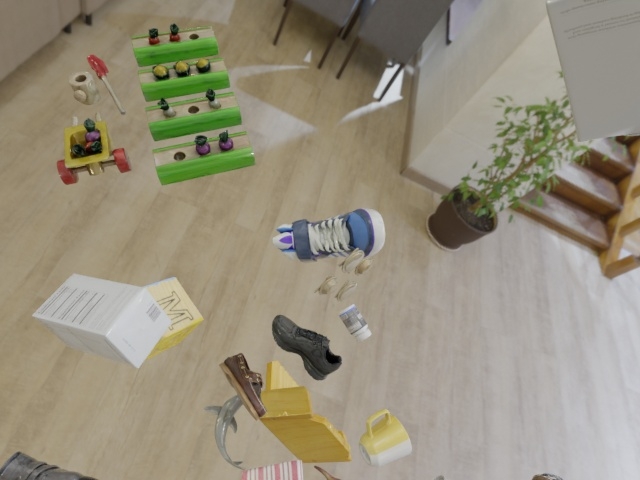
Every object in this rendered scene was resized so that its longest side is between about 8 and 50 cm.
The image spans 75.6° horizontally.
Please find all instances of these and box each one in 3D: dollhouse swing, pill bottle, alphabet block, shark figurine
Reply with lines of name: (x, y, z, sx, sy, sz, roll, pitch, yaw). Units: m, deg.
dollhouse swing: (-0.049, 0.649, 1.636, 0.346, 0.315, 0.304, 59, 28, -29)
pill bottle: (0.137, 0.327, 1.628, 0.078, 0.078, 0.137, -28, 81, -37)
alphabet block: (-0.574, 0.275, 1.460, 0.197, 0.192, 0.193, 52, 29, 10)
shark figurine: (-0.338, 0.683, 1.502, 0.166, 0.116, 0.278, 16, 47, -24)

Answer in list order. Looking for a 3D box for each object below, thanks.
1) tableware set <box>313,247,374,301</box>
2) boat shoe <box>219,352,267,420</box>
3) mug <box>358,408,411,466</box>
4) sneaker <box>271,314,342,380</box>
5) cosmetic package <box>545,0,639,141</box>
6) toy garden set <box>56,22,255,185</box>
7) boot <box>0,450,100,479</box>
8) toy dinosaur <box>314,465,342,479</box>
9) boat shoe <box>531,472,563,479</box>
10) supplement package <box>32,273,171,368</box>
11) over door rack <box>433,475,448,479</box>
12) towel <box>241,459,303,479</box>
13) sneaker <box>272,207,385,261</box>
tableware set: (0.064, 0.083, 0.963, 0.020, 0.141, 0.169, 45, 8, 29)
boat shoe: (-0.175, 0.339, 0.988, 0.073, 0.073, 0.207, -26, 35, -23)
mug: (0.090, 0.301, 0.627, 0.064, 0.062, 0.078, -19, 74, -22)
sneaker: (-0.040, 0.343, 1.390, 0.286, 0.130, 0.109, 45, 33, -14)
cosmetic package: (0.545, -0.350, 0.715, 0.385, 0.217, 0.156, 33, 64, -47)
toy garden set: (-0.208, -0.175, 0.492, 0.204, 0.049, 0.244, -15, 63, -13)
boot: (-0.639, 0.630, 1.018, 0.223, 0.338, 0.118, 18, 36, 6)
toy dinosaur: (0.042, 0.416, 0.701, 0.082, 0.047, 0.090, 23, 34, -49)
boat shoe: (0.445, 0.492, 0.799, 0.183, 0.066, 0.066, 59, 43, -30)
supplement package: (-0.507, 0.183, 0.966, 0.244, 0.139, 0.133, 7, 47, 24)
over door rack: (0.269, 0.626, 0.712, 0.240, 0.108, 0.324, 35, 31, 2)
towel: (-0.134, 0.705, 1.149, 0.197, 0.029, 0.144, -18, 49, 13)
sneaker: (0.000, 0.000, 1.093, 0.237, 0.323, 0.130, -9, 90, -21)
